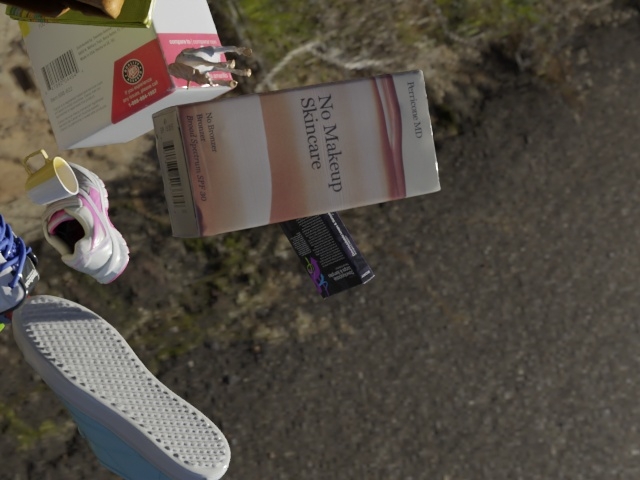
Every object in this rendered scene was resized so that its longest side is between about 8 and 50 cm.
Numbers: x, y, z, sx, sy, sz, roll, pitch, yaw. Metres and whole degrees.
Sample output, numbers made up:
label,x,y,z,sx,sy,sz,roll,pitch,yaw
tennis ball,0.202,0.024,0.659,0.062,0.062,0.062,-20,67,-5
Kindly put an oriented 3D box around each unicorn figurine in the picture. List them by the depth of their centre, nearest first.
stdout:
label,x,y,z,sx,sy,sz,roll,pitch,yaw
unicorn figurine,-0.147,-0.224,1.469,0.162,0.111,0.060,-8,105,-74

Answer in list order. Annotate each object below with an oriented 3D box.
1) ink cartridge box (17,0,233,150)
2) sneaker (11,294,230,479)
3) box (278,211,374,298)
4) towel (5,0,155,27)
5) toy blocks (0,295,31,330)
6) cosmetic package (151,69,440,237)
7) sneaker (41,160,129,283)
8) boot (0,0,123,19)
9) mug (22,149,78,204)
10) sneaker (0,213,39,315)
label,x,y,z,sx,sy,sz,roll,pitch,yaw
ink cartridge box,-0.336,-0.373,1.839,0.160,0.279,0.384,-15,85,-53
sneaker,-0.298,0.234,1.566,0.366,0.150,0.135,42,34,12
box,0.000,0.000,1.642,0.029,0.116,0.162,-32,94,-32
towel,-0.330,-0.350,1.595,0.021,0.237,0.102,20,79,-66
toy blocks,-0.604,0.031,1.744,0.381,0.261,0.190,49,61,-20
cosmetic package,-0.028,-0.101,1.323,0.296,0.129,0.153,-13,96,-21
sneaker,-0.421,-0.045,1.964,0.111,0.103,0.252,23,28,-56
boot,-0.250,-0.306,0.976,0.104,0.295,0.211,27,87,-59
mug,-0.411,-0.091,1.730,0.078,0.064,0.062,68,14,15
sneaker,-0.416,-0.013,1.382,0.182,0.315,0.127,18,26,-13
